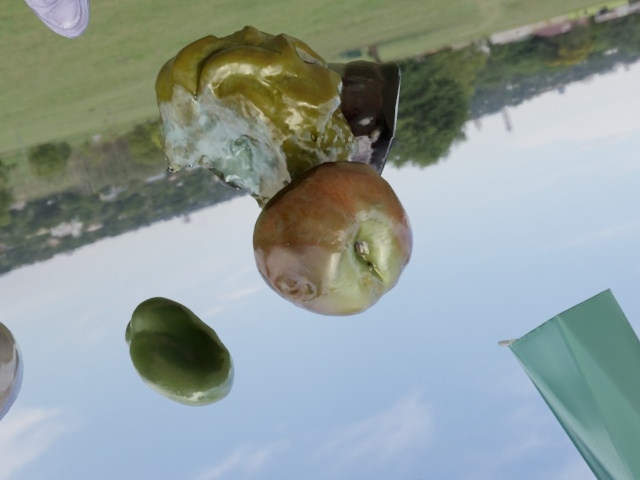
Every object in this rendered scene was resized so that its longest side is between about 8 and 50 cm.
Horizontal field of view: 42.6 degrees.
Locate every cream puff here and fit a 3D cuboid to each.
[{"bbox_3d":[-0.078,-0.207,1.281,0.269,0.323,0.274,-57,176,-47],"label":"cream puff"}]

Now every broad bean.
[{"bbox_3d":[-0.235,0.188,1.370,0.169,0.100,0.228,3,-138,-33],"label":"broad bean"}]

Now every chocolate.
[{"bbox_3d":[0.016,-0.215,1.527,0.186,0.283,0.283,10,-177,-14],"label":"chocolate"}]

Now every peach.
[{"bbox_3d":[0.000,0.000,1.119,0.214,0.214,0.236,-22,-166,-33],"label":"peach"}]

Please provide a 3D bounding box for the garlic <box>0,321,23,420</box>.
[{"bbox_3d":[-0.547,0.189,1.072,0.322,0.241,0.322,-38,167,-10],"label":"garlic"}]

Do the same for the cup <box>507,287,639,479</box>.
[{"bbox_3d":[0.333,0.186,0.923,0.134,0.235,0.148,-34,160,13],"label":"cup"}]

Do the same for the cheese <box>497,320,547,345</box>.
[{"bbox_3d":[0.369,0.151,1.279,0.127,0.050,0.255,2,169,-24],"label":"cheese"}]

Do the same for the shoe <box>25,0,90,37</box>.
[{"bbox_3d":[-0.417,-0.397,1.189,0.095,0.245,0.137,-26,-146,5],"label":"shoe"}]

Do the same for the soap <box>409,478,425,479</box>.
[{"bbox_3d":[0.150,0.533,1.374,0.128,0.233,0.359,-44,155,9],"label":"soap"}]
